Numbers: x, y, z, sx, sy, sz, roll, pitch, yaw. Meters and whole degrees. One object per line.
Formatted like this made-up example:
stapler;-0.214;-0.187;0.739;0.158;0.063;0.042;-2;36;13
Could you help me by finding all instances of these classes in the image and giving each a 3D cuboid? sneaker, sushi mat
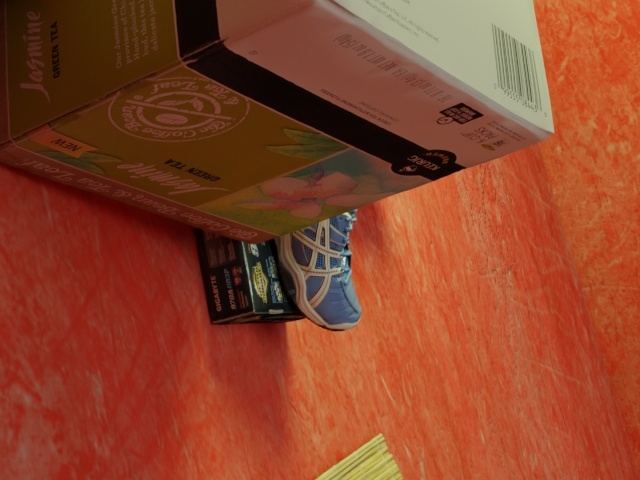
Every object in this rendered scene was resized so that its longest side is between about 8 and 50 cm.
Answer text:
sneaker;0.000;0.000;1.245;0.080;0.081;0.211;-70;141;-56
sushi mat;0.041;0.311;1.347;0.151;0.019;0.316;67;21;4

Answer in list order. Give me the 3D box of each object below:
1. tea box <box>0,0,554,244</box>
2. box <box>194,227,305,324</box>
tea box;-0.043;-0.169;1.006;0.329;0.323;0.220;19;59;-51
box;-0.068;-0.027;1.278;0.175;0.051;0.220;5;72;-67
